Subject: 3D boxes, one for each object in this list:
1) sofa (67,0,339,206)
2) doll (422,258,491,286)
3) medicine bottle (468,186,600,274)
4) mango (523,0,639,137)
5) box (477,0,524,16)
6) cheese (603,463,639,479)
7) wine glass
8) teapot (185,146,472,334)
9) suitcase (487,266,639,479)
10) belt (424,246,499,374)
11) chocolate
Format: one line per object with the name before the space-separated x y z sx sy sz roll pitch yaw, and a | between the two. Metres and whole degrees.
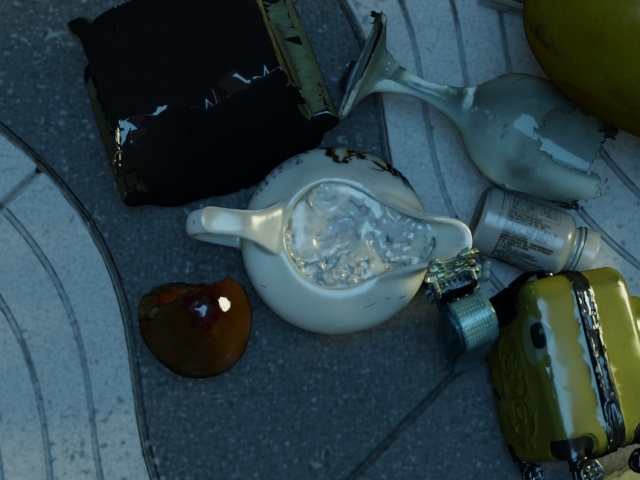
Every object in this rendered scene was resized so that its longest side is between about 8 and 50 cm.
sofa | -0.132 -0.171 1.642 0.258 0.182 0.200 -22 74 4
doll | 0.151 0.034 1.692 0.085 0.040 0.058 25 71 -1
medicine bottle | 0.243 -0.004 1.682 0.140 0.079 0.079 19 81 -2
mango | 0.421 -0.206 1.610 0.446 0.300 0.232 25 109 -21
box | 0.267 -0.329 1.744 0.130 0.051 0.129 16 81 -4
cheese | 0.386 0.269 1.636 0.400 0.034 0.085 -24 42 -18
wine glass | 0.179 -0.143 1.671 0.321 0.143 0.143 20 81 -3
teapot | 0.000 0.000 1.628 0.300 0.166 0.208 3 94 -14
suitcase | 0.278 0.144 1.610 0.143 0.194 0.234 -10 83 -14
belt | 0.152 0.088 1.618 0.065 0.179 0.100 -20 70 -9
chocolate | -0.136 0.086 1.611 0.124 0.133 0.127 -45 85 -4
